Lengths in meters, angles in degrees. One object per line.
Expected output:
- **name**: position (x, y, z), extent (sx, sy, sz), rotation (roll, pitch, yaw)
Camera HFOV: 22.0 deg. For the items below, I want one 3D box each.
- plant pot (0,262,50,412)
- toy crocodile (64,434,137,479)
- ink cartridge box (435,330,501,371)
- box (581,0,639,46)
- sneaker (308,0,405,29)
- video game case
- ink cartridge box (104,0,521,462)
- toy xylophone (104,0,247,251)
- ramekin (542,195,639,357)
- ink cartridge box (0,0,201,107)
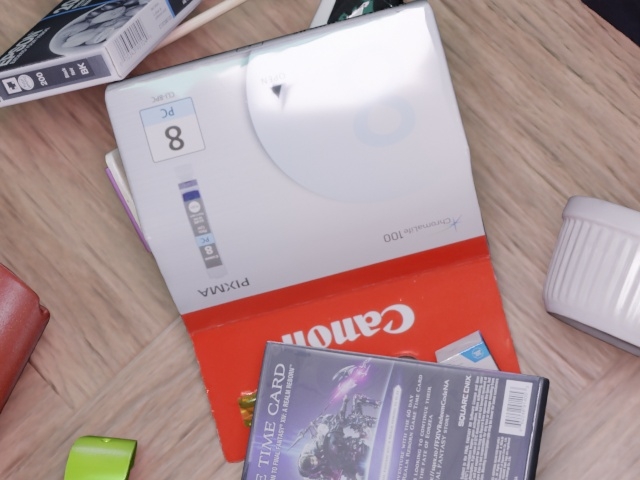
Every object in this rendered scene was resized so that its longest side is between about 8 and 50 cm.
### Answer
- **plant pot**: position (-0.406, 0.127, 1.543), extent (0.272, 0.272, 0.265), rotation (27, 71, 12)
- **toy crocodile**: position (-0.200, 0.349, 1.537), extent (0.115, 0.105, 0.340), rotation (-8, 79, 4)
- **ink cartridge box**: position (0.148, 0.133, 1.560), extent (0.048, 0.028, 0.083), rotation (-27, 110, 7)
- **box**: position (0.397, -0.339, 1.543), extent (0.183, 0.294, 0.296), rotation (41, 83, 19)
- **sneaker**: position (0.072, -0.255, 1.673), extent (0.121, 0.079, 0.216), rotation (20, 90, 7)
- **video game case**: position (0.057, 0.201, 1.467), extent (0.274, 0.026, 0.196), rotation (6, 81, 28)
- **ink cartridge box**: position (0.000, 0.000, 1.537), extent (0.308, 0.091, 0.385), rotation (-15, 96, 3)
- **toy xylophone**: position (-0.064, -0.125, 1.609), extent (0.323, 0.081, 0.236), rotation (-34, 96, 7)
- **ramekin**: position (0.302, 0.049, 1.504), extent (0.207, 0.207, 0.109), rotation (23, 88, 12)
- **ink cartridge box**: position (-0.243, -0.194, 1.607), extent (0.208, 0.206, 0.045), rotation (-11, 115, 27)
